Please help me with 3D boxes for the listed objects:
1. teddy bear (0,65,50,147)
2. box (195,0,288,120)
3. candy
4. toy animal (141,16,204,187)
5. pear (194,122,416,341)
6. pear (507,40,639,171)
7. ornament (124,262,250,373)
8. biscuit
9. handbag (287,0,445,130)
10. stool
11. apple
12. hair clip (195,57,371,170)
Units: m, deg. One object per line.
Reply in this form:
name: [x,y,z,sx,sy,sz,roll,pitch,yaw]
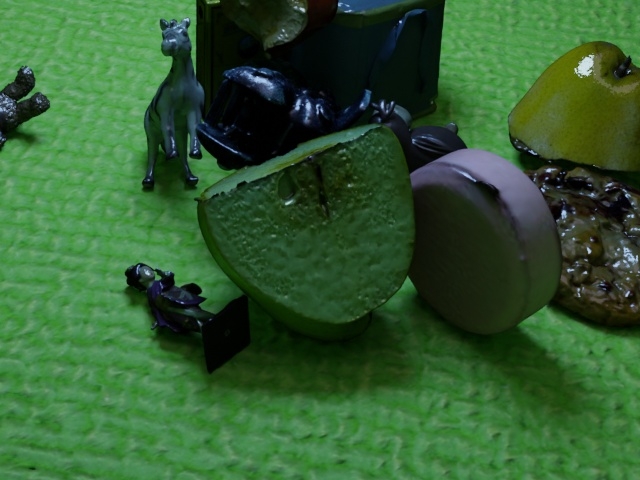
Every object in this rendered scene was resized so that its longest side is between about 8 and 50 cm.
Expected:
teddy bear: [-0.500,-0.196,1.893,0.160,0.078,0.119,-27,70,-12]
box: [-0.124,-0.301,1.943,0.141,0.220,0.064,-11,40,-20]
candy: [0.204,-0.002,1.600,0.094,0.255,0.255,-27,50,-34]
toy animal: [-0.207,-0.182,1.779,0.089,0.255,0.170,2,53,-19]
pear: [0.000,0.000,1.595,0.292,0.292,0.159,-2,-2,-9]
pear: [0.439,-0.227,1.946,0.267,0.178,0.267,8,25,-4]
ornament: [-0.188,0.076,1.593,0.203,0.081,0.088,33,46,29]
biscuit: [0.398,-0.008,1.771,0.334,0.081,0.289,25,44,20]
handbag: [0.072,-0.325,1.985,0.263,0.241,0.222,-23,47,-33]
stool: [0.143,-0.130,1.818,0.217,0.125,0.121,43,30,-13]
apple: [-0.062,-0.361,1.794,0.147,0.156,0.158,-34,91,-29]
hair clip: [-0.050,-0.173,1.788,0.206,0.194,0.310,28,14,-1]
